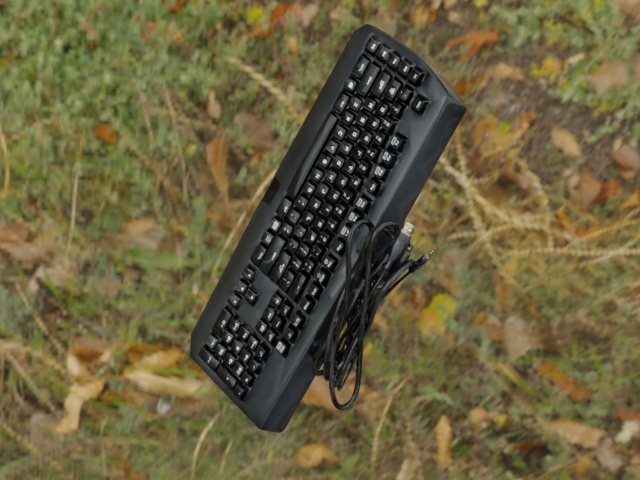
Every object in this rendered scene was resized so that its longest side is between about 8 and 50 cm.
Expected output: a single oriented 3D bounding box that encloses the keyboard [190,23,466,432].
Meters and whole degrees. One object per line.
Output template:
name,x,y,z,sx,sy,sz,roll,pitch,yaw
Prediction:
keyboard,0.000,0.000,0.612,0.100,0.192,0.038,38,19,31
